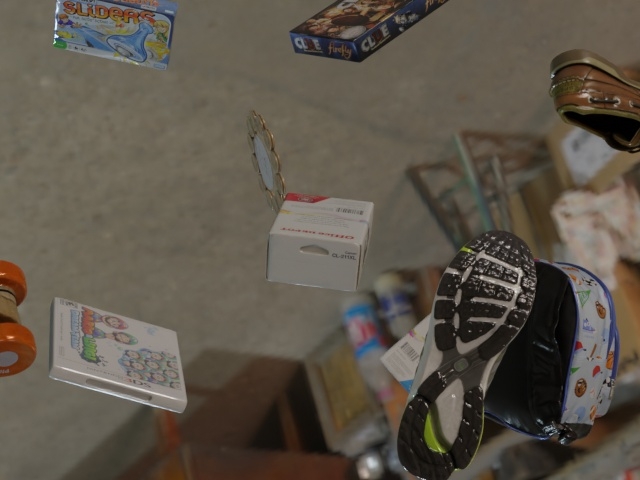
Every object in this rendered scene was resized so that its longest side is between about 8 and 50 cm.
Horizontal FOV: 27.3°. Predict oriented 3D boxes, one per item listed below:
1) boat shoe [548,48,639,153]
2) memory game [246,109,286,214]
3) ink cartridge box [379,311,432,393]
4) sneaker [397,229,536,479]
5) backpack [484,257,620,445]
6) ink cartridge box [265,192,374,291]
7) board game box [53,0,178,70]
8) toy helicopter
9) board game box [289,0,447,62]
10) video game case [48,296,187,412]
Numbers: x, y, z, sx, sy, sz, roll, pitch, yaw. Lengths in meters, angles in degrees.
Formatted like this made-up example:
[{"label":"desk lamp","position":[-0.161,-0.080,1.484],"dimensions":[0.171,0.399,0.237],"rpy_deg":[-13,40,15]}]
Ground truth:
[{"label":"boat shoe","position":[0.468,-0.179,1.993],"dimensions":[0.307,0.104,0.111],"rpy_deg":[18,150,-23]},{"label":"memory game","position":[-0.090,-0.130,2.216],"dimensions":[0.012,0.186,0.186],"rpy_deg":[-17,152,-14]},{"label":"ink cartridge box","position":[0.155,0.154,1.790],"dimensions":[0.122,0.088,0.052],"rpy_deg":[-41,169,0]},{"label":"sneaker","position":[0.159,0.128,1.523],"dimensions":[0.111,0.299,0.121],"rpy_deg":[23,173,1]},{"label":"backpack","position":[0.345,0.159,2.060],"dimensions":[0.213,0.263,0.277],"rpy_deg":[-1,-167,-45]},{"label":"ink cartridge box","position":[0.000,0.000,1.807],"dimensions":[0.128,0.175,0.072],"rpy_deg":[7,111,5]},{"label":"board game box","position":[-0.352,-0.369,2.263],"dimensions":[0.201,0.035,0.136],"rpy_deg":[11,141,-5]},{"label":"toy helicopter","position":[-0.557,0.117,1.700],"dimensions":[0.355,0.140,0.235],"rpy_deg":[20,127,-39]},{"label":"board game box","position":[0.088,-0.380,2.209],"dimensions":[0.243,0.165,0.042],"rpy_deg":[-38,124,-29]},{"label":"video game case","position":[-0.215,0.118,1.392],"dimensions":[0.143,0.157,0.019],"rpy_deg":[18,109,-18]}]
